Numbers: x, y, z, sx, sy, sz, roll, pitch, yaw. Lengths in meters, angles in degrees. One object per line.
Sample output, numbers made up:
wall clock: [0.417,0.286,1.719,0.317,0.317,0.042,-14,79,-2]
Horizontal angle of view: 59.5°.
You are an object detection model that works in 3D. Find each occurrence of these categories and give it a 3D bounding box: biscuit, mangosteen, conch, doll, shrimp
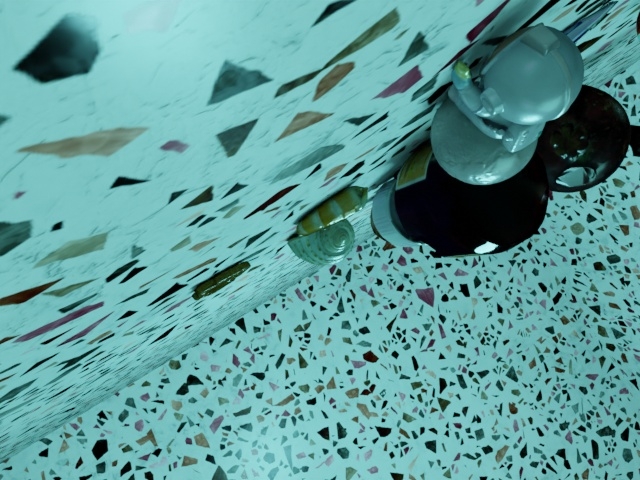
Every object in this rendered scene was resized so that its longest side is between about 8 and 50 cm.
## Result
biscuit: [-0.195,0.077,1.098,0.130,0.019,0.119,-32,175,-2]
mangosteen: [0.671,-0.269,1.501,0.311,0.311,0.311,-32,175,-3]
conch: [0.003,0.006,1.210,0.135,0.102,0.153,-13,167,-30]
doll: [0.226,-0.162,0.688,0.151,0.151,0.287,-32,172,-7]
shrimp: [0.029,-0.053,1.070,0.161,0.049,0.166,-31,177,11]

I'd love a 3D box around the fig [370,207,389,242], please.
fig: [0.209,-0.101,1.452,0.143,0.230,0.160,15,-159,28]

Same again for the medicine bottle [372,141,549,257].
medicine bottle: [0.239,-0.084,1.121,0.242,0.242,0.395,-31,-171,-19]

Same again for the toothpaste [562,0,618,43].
toothpaste: [0.365,-0.299,0.844,0.170,0.028,0.045,-38,-176,23]

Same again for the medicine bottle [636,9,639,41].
medicine bottle: [0.618,-0.386,0.908,0.139,0.139,0.225,-33,175,13]
